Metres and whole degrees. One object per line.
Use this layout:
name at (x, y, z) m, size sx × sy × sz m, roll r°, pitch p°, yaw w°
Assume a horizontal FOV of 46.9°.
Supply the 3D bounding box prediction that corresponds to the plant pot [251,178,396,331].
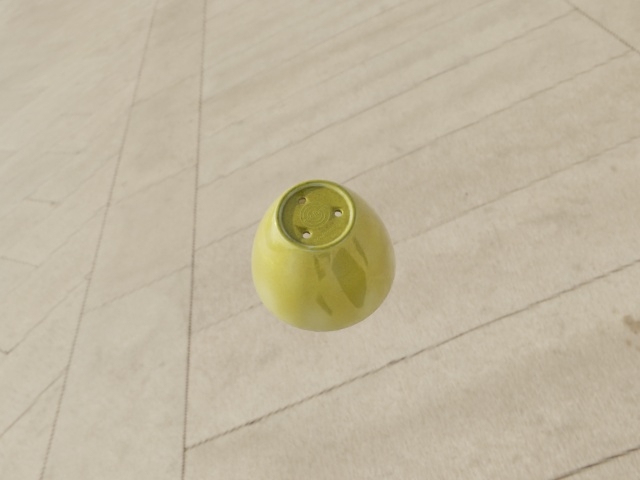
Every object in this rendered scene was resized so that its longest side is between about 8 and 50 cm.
plant pot at (0.000, 0.000, 0.643) m, size 0.134 × 0.095 × 0.134 m, roll -2°, pitch 62°, yaw 3°
